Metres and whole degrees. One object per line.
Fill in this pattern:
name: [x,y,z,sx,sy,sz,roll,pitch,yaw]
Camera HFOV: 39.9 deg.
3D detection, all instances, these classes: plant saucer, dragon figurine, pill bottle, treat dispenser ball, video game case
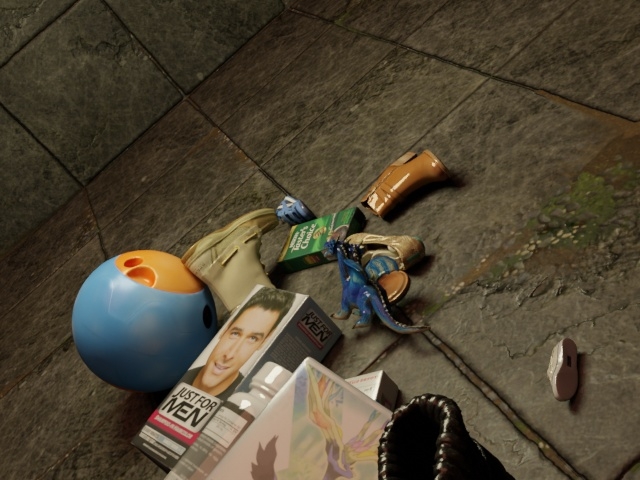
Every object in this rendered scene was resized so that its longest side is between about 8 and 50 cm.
plant saucer: [0.123,0.086,1.594,0.083,0.013,0.083,-30,29,19]
dragon figurine: [0.082,0.073,1.509,0.085,0.144,0.289,-2,9,-24]
pill bottle: [-0.117,0.341,1.369,0.283,0.161,0.161,-51,29,-18]
treat dispenser ball: [-0.353,0.162,1.781,0.288,0.288,0.288,-30,30,19]
video game case: [0.009,0.352,1.192,0.329,0.036,0.300,29,70,35]

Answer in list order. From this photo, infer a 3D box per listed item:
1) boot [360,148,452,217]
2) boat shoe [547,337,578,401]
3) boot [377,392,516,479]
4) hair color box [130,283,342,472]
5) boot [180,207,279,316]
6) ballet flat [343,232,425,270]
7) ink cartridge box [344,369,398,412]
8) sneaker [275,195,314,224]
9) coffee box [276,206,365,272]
boot: [0.168,-0.105,1.754,0.152,0.073,0.197,-44,16,-9]
boat shoe: [0.325,0.179,1.196,0.035,0.035,0.100,-52,17,48]
boot: [0.195,0.328,0.893,0.131,0.260,0.348,-41,27,0]
hair color box: [-0.148,0.261,1.574,0.374,0.113,0.185,-51,29,-20]
boot: [-0.133,0.055,1.798,0.262,0.203,0.095,-32,-11,-49]
ballet flat: [0.100,0.025,1.640,0.206,0.073,0.067,-7,26,49]
ink cartridge box: [0.063,0.269,1.364,0.088,0.052,0.122,-20,33,34]
sneaker: [-0.059,-0.060,1.990,0.059,0.053,0.144,-46,20,-11]
coffee box: [0.000,0.000,1.838,0.184,0.040,0.113,-16,38,40]
